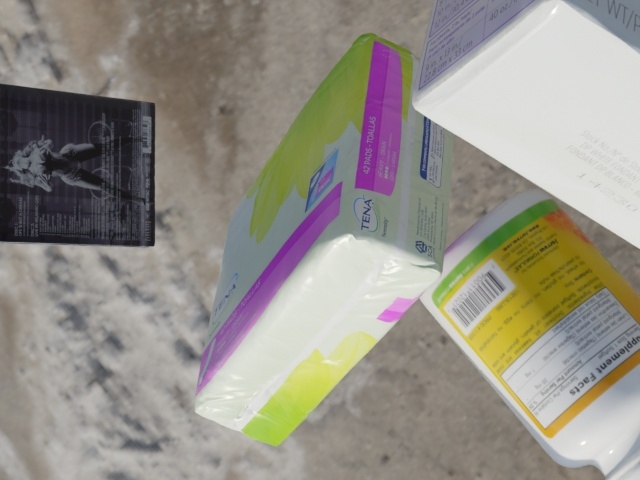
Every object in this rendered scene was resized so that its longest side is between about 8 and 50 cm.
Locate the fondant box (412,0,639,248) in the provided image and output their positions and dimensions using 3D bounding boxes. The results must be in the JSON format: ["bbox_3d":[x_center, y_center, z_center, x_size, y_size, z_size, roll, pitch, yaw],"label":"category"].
[{"bbox_3d":[0.190,-0.146,0.629,0.238,0.330,0.096,29,141,-20],"label":"fondant box"}]

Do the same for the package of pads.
[{"bbox_3d":[0.000,0.000,1.059,0.101,0.229,0.296,22,138,-16],"label":"package of pads"}]

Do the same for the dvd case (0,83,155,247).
[{"bbox_3d":[-0.270,-0.077,1.376,0.018,0.221,0.165,-2,87,46],"label":"dvd case"}]

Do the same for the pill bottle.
[{"bbox_3d":[0.203,0.091,1.015,0.246,0.136,0.136,51,131,16],"label":"pill bottle"}]
